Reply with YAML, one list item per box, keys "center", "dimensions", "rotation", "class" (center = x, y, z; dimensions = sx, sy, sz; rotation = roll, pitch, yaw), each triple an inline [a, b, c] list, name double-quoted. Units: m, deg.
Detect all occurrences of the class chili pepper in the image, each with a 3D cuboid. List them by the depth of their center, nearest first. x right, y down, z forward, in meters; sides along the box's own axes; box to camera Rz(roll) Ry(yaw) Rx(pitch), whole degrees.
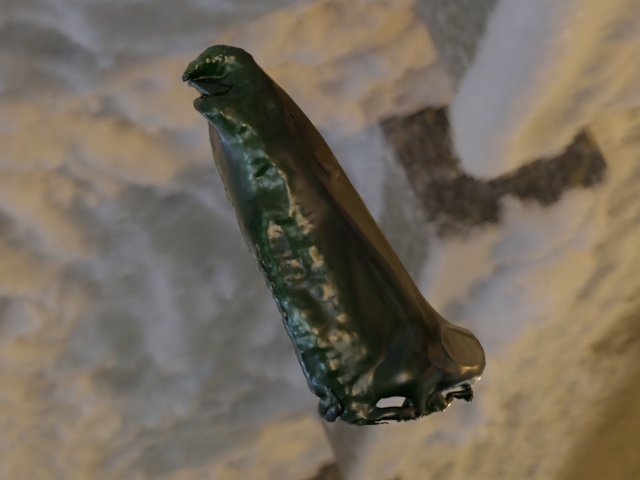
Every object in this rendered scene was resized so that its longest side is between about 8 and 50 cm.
- center: [-0.002, 0.002, 0.853]
  dimensions: [0.062, 0.216, 0.108]
  rotation: [-34, -176, 21]
  class: "chili pepper"
